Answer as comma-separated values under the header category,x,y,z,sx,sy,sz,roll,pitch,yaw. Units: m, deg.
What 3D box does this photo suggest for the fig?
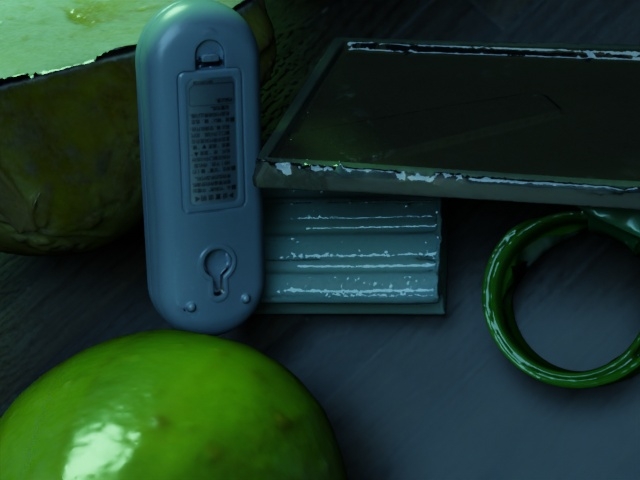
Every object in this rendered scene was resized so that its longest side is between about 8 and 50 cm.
category,x,y,z,sx,sy,sz,roll,pitch,yaw
fig,-0.111,0.191,0.769,0.258,0.326,0.258,1,94,8

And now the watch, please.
category,x,y,z,sx,sy,sz,roll,pitch,yaw
watch,0.203,0.039,0.845,0.165,0.131,0.152,32,94,19

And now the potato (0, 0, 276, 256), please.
category,x,y,z,sx,sy,sz,roll,pitch,yaw
potato,-0.181,-0.098,0.949,0.299,0.196,0.246,-21,35,-17

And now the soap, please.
category,x,y,z,sx,sy,sz,roll,pitch,yaw
soap,0.000,0.000,0.932,0.198,0.063,0.114,0,75,14

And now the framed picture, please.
category,x,y,z,sx,sy,sz,roll,pitch,yaw
framed picture,0.131,-0.093,0.870,0.315,0.024,0.232,5,33,15

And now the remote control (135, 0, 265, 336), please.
category,x,y,z,sx,sy,sz,roll,pitch,yaw
remote control,-0.082,-0.047,0.844,0.087,0.047,0.244,-10,108,-27
